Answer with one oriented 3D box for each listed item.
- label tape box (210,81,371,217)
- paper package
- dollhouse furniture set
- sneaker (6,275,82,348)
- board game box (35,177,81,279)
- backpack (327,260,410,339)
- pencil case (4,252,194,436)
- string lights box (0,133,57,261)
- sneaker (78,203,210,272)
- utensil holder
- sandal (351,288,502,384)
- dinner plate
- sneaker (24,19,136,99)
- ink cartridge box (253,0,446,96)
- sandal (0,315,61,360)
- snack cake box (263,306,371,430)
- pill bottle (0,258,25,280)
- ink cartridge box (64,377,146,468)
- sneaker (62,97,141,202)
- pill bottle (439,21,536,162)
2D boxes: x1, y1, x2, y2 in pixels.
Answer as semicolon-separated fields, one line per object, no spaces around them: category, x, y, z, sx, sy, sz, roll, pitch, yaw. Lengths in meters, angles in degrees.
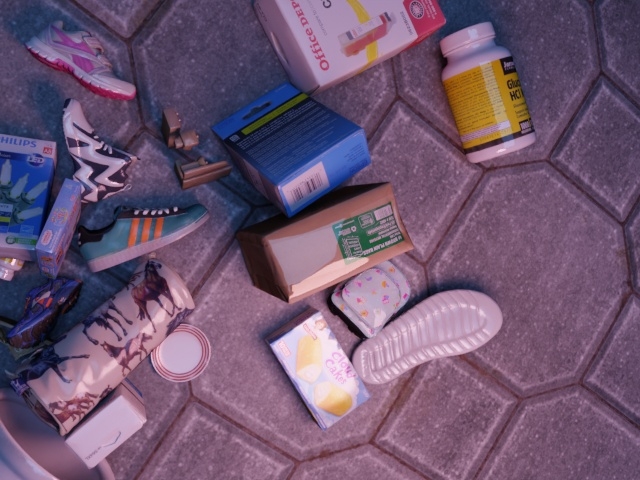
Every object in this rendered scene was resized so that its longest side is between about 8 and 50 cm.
label tape box;-0.075;-0.226;1.497;0.241;0.334;0.105;-34;135;-14
paper package;0.000;0.000;1.472;0.325;0.309;0.168;-23;100;-16
dollhouse furniture set;-0.290;-0.227;1.486;0.123;0.144;0.151;-20;81;-20
sneaker;-0.612;0.153;1.372;0.087;0.221;0.083;23;122;1
board game box;-0.553;-0.020;1.339;0.039;0.211;0.160;20;66;-15
backpack;0.131;0.136;1.599;0.166;0.144;0.188;44;69;3
pencil case;-0.463;0.212;1.371;0.183;0.160;0.410;45;63;0
string lights box;-0.657;-0.093;1.355;0.134;0.077;0.259;7;67;-16
sneaker;-0.409;-0.037;1.456;0.302;0.108;0.121;-24;101;-14
utensil holder;-0.674;0.550;1.272;0.327;0.327;0.385;46;80;-12
sandal;0.273;0.246;1.672;0.417;0.102;0.169;-21;81;-3
dinner plate;-0.338;0.272;1.526;0.141;0.017;0.141;0;89;-17
sneaker;-0.526;-0.410;1.422;0.252;0.103;0.111;30;84;-15
ink cartridge box;0.071;-0.564;1.567;0.385;0.160;0.279;-30;99;-14
sandal;-0.646;0.235;1.399;0.240;0.088;0.079;24;82;-21
snack cake box;-0.008;0.320;1.587;0.152;0.089;0.264;-33;99;-13
pill bottle;-0.684;0.027;1.397;0.065;0.065;0.116;25;83;-15
ink cartridge box;-0.472;0.389;1.389;0.148;0.203;0.086;-40;103;-13
sneaker;-0.494;-0.211;1.438;0.153;0.094;0.234;-10;93;-18
pill bottle;0.431;-0.388;1.661;0.188;0.188;0.333;-21;96;-15
